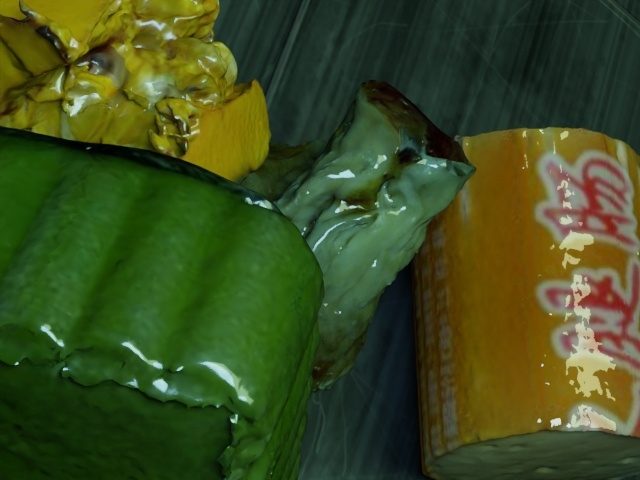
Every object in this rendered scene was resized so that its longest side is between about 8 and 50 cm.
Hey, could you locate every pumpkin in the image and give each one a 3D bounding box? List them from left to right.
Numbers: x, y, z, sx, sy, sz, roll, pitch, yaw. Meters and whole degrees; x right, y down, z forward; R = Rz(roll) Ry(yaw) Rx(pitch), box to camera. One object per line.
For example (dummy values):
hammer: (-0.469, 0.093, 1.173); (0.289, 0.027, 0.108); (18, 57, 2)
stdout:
pumpkin: (-0.192, -0.116, 1.311); (0.225, 0.256, 0.303); (-51, 132, -43)

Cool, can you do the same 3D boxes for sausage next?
sausage: (0.199, 0.068, 1.582); (0.233, 0.233, 0.287); (11, 69, -37)

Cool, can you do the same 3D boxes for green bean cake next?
green bean cake: (-0.161, 0.091, 1.160); (0.319, 0.335, 0.218); (19, 50, 4)

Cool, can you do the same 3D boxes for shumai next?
shumai: (0.000, 0.000, 1.463); (0.222, 0.204, 0.272); (31, 61, -27)
